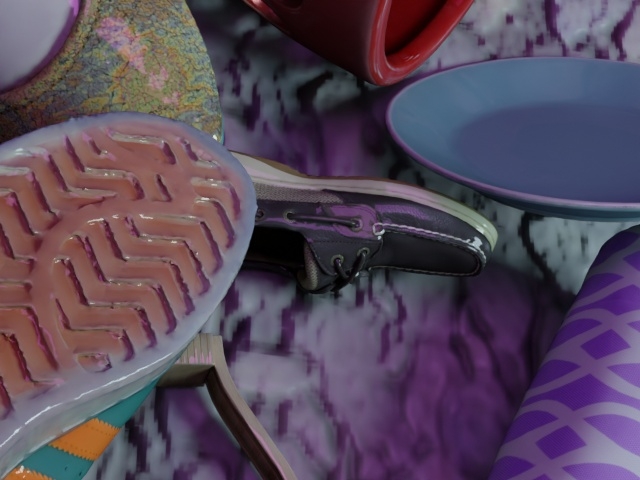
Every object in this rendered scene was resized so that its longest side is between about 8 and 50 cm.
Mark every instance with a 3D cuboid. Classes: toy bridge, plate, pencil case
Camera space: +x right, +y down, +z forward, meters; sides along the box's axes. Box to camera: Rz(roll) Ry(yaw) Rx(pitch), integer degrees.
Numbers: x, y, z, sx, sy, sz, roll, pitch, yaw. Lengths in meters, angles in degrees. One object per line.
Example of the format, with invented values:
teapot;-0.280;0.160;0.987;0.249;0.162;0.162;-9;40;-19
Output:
toy bridge;-0.035;0.123;0.692;0.063;0.026;0.188;1;58;-16
plate;0.122;-0.044;0.803;0.188;0.024;0.188;1;24;-1
pencil case;0.124;0.087;0.728;0.088;0.086;0.206;49;53;-25

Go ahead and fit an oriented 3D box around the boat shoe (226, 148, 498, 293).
boat shoe;0.000;0.000;0.768;0.152;0.056;0.049;10;61;2

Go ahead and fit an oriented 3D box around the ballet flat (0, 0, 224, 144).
ballet flat;-0.165;-0.148;0.765;0.123;0.123;0.348;-19;62;-26

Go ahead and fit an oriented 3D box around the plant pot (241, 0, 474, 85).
plant pot;0.003;-0.190;0.812;0.174;0.191;0.191;29;55;14

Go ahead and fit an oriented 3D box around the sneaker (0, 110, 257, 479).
sneaker;-0.138;0.070;0.638;0.108;0.121;0.302;38;55;6
